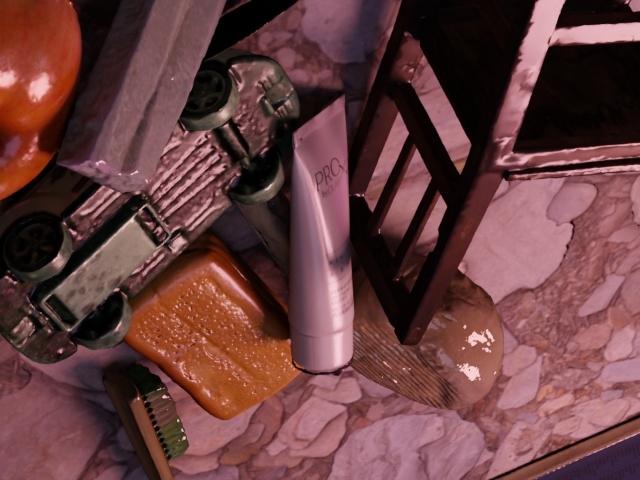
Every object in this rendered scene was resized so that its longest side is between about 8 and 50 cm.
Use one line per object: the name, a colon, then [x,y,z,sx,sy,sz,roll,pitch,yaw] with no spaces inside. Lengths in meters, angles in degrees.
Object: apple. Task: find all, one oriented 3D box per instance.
apple: [-0.265,-0.121,1.214,0.209,0.164,0.209,-14,137,-13]

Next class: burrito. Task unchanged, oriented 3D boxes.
burrito: [-0.039,-0.017,1.503,0.045,0.041,0.185,6,147,30]

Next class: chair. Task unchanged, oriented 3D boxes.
chair: [0.191,-0.122,1.375,0.241,0.203,0.416,-8,141,-22]

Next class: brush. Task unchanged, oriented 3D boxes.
brush: [-0.151,0.217,1.665,0.048,0.054,0.282,-34,139,-19]

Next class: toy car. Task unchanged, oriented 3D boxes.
toy car: [-0.156,-0.042,1.366,0.306,0.125,0.136,-46,146,-9]

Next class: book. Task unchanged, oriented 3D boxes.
book: [0.325,0.287,1.958,0.269,0.025,0.191,-24,137,-1]

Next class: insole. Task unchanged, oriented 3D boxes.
insole: [-0.111,-0.142,1.328,0.232,0.080,0.003,-28,115,7]

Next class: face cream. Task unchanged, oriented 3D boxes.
face cream: [0.000,0.000,1.472,0.058,0.092,0.243,12,121,23]

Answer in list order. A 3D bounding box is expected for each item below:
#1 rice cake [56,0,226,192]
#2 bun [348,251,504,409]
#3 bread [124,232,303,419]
rice cake: [-0.123,-0.141,1.255,0.085,0.040,0.226,38,67,-50]
bun: [0.094,0.075,1.589,0.113,0.166,0.173,-61,151,-23]
bread: [-0.098,0.075,1.535,0.116,0.077,0.200,-33,134,11]
